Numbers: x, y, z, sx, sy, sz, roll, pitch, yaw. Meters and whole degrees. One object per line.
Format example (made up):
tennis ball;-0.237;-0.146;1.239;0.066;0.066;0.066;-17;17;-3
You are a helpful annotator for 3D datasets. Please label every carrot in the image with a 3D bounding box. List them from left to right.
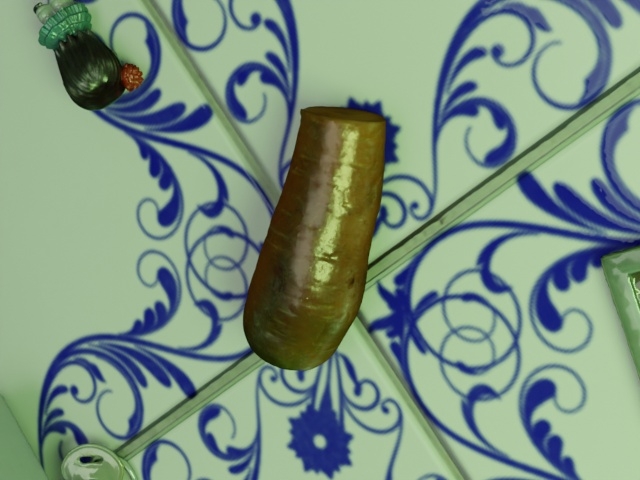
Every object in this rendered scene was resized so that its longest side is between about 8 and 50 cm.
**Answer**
carrot;0.000;0.000;0.825;0.087;0.087;0.193;26;111;23

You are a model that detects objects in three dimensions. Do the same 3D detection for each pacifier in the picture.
pacifier;-0.197;0.221;1.000;0.068;0.064;0.083;-2;101;13

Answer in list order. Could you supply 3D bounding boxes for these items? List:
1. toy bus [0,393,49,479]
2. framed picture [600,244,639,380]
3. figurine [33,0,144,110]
toy bus;-0.277;0.288;1.019;0.139;0.113;0.301;-36;82;49
framed picture;0.339;0.078;0.685;0.293;0.018;0.231;-17;92;32
figurine;-0.189;-0.154;0.923;0.060;0.047;0.106;-31;75;-4
